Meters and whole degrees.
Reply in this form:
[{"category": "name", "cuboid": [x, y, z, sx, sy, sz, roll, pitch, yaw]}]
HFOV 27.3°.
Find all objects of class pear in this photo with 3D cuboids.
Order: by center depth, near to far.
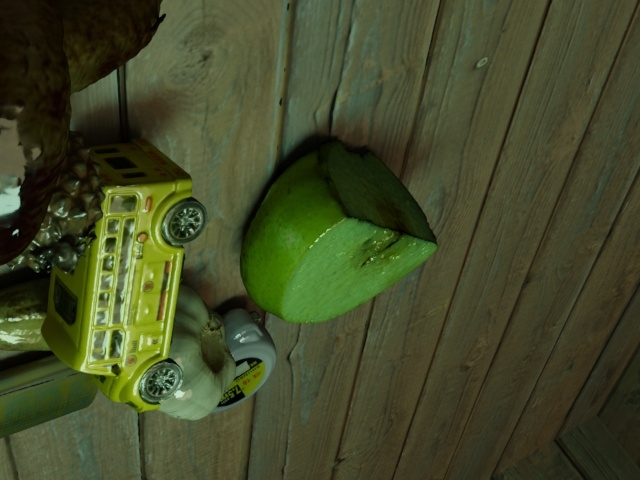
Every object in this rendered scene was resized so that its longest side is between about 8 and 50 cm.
[{"category": "pear", "cuboid": [0.000, 0.000, 1.912, 0.292, 0.159, 0.292, -25, 150, -16]}]

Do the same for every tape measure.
[{"category": "tape measure", "cuboid": [-0.167, 0.194, 2.098, 0.196, 0.105, 0.178, -33, 147, -10]}]

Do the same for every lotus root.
[{"category": "lotus root", "cuboid": [-0.336, 0.092, 1.723, 0.258, 0.097, 0.110, 1, 125, -41]}]

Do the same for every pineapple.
[{"category": "pineapple", "cuboid": [-0.308, -0.043, 1.413, 0.166, 0.193, 0.166, -26, 155, -13]}]

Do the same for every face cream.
[{"category": "face cream", "cuboid": [-0.448, 0.231, 1.841, 0.285, 0.067, 0.139, -18, 148, -35]}]

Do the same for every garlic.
[{"category": "garlic", "cuboid": [-0.249, 0.171, 1.921, 0.226, 0.199, 0.199, -11, 164, 24]}]

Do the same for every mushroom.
[{"category": "mushroom", "cuboid": [-0.283, -0.134, 1.179, 0.356, 0.334, 0.331, 9, 130, -44]}]

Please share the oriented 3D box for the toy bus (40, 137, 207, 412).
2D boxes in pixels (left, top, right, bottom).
[{"category": "toy bus", "cuboid": [-0.248, 0.052, 1.600, 0.152, 0.144, 0.330, -7, 120, -36]}]
